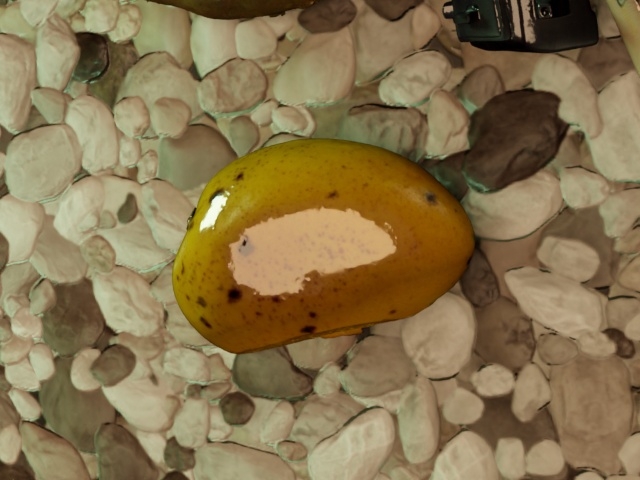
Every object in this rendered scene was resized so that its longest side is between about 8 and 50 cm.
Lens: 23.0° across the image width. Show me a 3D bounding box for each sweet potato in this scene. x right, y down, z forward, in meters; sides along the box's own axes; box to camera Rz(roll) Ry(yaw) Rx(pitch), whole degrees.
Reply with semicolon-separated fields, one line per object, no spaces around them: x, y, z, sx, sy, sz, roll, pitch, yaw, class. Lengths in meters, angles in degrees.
-0.040;-0.239;1.460;0.274;0.067;0.067;0;102;15;sweet potato

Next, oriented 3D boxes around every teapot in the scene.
0.160;-0.199;1.347;0.177;0.096;0.087;16;120;62;teapot

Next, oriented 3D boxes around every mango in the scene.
0.000;0.000;1.450;0.290;0.160;0.191;-9;90;17;mango

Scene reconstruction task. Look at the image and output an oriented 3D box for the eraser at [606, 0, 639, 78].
0.288;-0.252;1.298;0.087;0.171;0.290;-18;97;62;eraser
